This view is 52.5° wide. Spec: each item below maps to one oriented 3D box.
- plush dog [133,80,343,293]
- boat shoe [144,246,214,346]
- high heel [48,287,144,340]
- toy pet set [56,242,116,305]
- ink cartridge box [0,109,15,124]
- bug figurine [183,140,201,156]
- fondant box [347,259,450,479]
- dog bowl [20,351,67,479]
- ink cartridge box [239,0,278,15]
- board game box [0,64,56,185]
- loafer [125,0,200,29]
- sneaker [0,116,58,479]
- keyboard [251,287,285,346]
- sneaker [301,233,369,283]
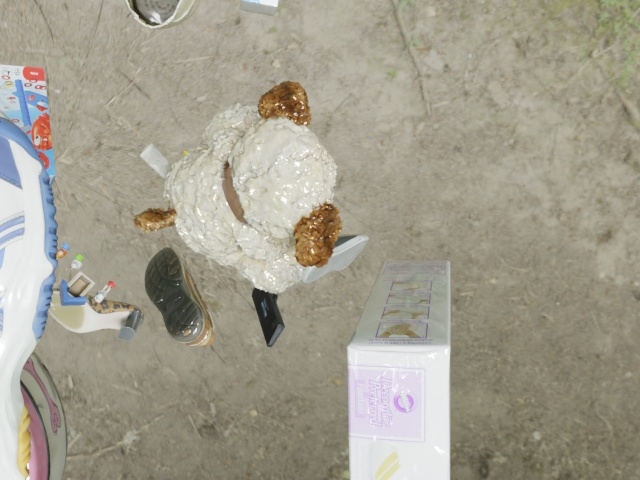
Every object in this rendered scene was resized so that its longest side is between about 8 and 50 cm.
[{"bbox_3d":[-0.080,-0.065,0.779,0.211,0.226,0.262,-10,82,-51],"label":"plush dog"},{"bbox_3d":[-0.366,0.157,1.702,0.123,0.324,0.120,-35,140,5],"label":"boat shoe"},{"bbox_3d":[-0.583,0.172,1.658,0.261,0.186,0.093,26,96,-11],"label":"high heel"},{"bbox_3d":[-0.463,0.081,1.219,0.122,0.114,0.065,42,57,-11],"label":"toy pet set"},{"bbox_3d":[-0.571,-0.097,0.820,0.270,0.198,0.197,-36,106,20],"label":"ink cartridge box"},{"bbox_3d":[-0.185,-0.117,1.487,0.072,0.279,0.216,-40,148,-53],"label":"bug figurine"},{"bbox_3d":[0.101,0.173,0.735,0.096,0.330,0.238,0,101,10],"label":"fondant box"},{"bbox_3d":[-0.502,0.268,0.733,0.408,0.150,0.407,1,87,-22],"label":"dog bowl"},{"bbox_3d":[-0.146,-0.648,1.615,0.092,0.090,0.143,7,93,-10],"label":"ink cartridge box"},{"bbox_3d":[-0.843,-0.288,1.623,0.308,0.086,0.301,-4,77,-32],"label":"board game box"},{"bbox_3d":[-0.148,-0.325,0.634,0.102,0.092,0.268,4,134,-7],"label":"loafer"},{"bbox_3d":[-0.248,0.055,0.398,0.131,0.112,0.296,10,75,-43],"label":"sneaker"},{"bbox_3d":[-0.116,0.147,1.496,0.023,0.180,0.108,8,126,-28],"label":"keyboard"},{"bbox_3d":[0.000,0.000,1.509,0.296,0.147,0.104,-19,146,-57],"label":"sneaker"}]
